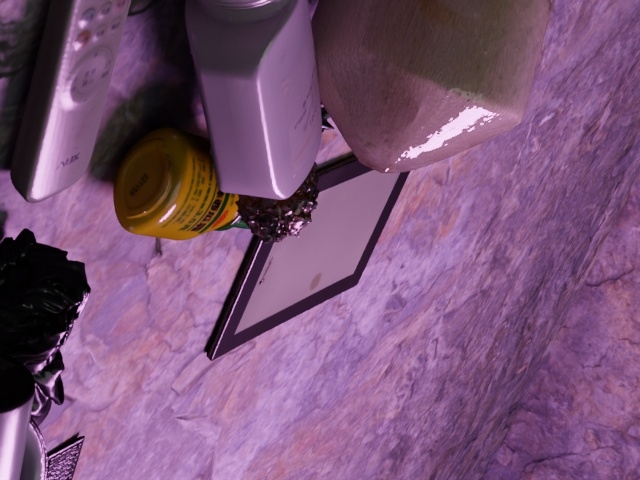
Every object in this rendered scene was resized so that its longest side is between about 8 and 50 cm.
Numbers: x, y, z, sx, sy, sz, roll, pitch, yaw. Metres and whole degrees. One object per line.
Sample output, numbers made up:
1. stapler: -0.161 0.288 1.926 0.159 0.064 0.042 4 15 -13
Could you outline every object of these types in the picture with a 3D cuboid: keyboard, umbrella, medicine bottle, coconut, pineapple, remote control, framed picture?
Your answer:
1. keyboard: -0.315 0.306 2.121 0.063 0.010 0.198 -29 148 -46
2. umbrella: -0.287 0.110 1.736 0.110 0.122 0.272 0 142 -18
3. medicine bottle: -0.063 -0.180 1.706 0.296 0.111 0.161 84 17 -55
4. coconut: 0.103 -0.195 1.864 0.237 0.237 0.266 9 98 -68
5. medicine bottle: -0.117 -0.050 1.893 0.111 0.076 0.309 -62 160 7
6. pineapple: -0.036 -0.079 1.882 0.103 0.083 0.221 47 36 -34
7. remote control: -0.206 -0.165 1.562 0.090 0.038 0.309 -30 149 -48
8. framed picture: 0.000 0.000 2.317 0.347 0.016 0.265 -26 147 -53

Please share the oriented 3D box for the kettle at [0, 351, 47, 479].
1. kettle: -0.331 0.219 1.635 0.221 0.161 0.236 -13 119 -52
